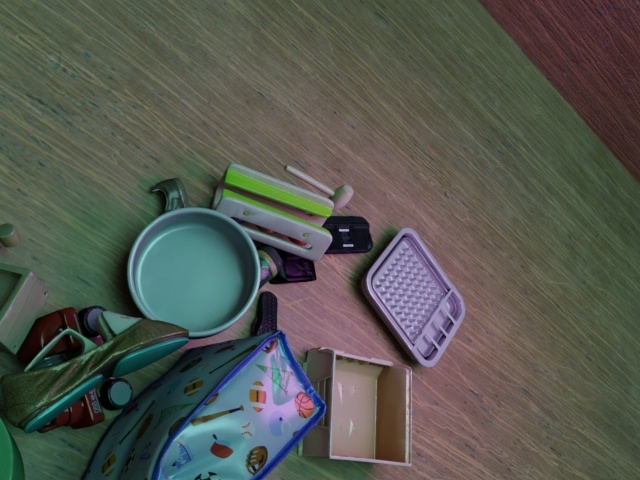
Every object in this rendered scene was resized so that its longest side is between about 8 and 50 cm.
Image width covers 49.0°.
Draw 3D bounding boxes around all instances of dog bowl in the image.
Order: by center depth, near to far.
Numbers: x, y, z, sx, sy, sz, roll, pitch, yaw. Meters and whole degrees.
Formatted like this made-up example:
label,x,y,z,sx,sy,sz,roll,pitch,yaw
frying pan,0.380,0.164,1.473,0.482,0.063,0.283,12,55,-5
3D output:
label,x,y,z,sx,sy,sz,roll,pitch,yaw
dog bowl,-0.261,0.071,1.449,0.265,0.104,0.264,3,77,-12

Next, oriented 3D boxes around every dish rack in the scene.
label,x,y,z,sx,sy,sz,roll,pitch,yaw
dish rack,0.253,0.160,1.967,0.333,0.072,0.285,54,50,-15

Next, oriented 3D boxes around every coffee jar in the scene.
label,x,y,z,sx,sy,sz,roll,pitch,yaw
coffee jar,-0.172,0.086,1.602,0.184,0.096,0.079,-43,108,-41

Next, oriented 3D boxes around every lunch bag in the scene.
label,x,y,z,sx,sy,sz,roll,pitch,yaw
lunch bag,-0.233,0.372,1.304,0.385,0.328,0.239,-38,101,-43

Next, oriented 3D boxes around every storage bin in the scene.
label,x,y,z,sx,sy,sz,roll,pitch,yaw
storage bin,0.090,0.406,1.711,0.262,0.123,0.260,18,65,-36

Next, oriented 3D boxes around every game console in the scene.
label,x,y,z,sx,sy,sz,roll,pitch,yaw
game console,0.000,0.000,1.816,0.361,0.044,0.213,-1,78,-40

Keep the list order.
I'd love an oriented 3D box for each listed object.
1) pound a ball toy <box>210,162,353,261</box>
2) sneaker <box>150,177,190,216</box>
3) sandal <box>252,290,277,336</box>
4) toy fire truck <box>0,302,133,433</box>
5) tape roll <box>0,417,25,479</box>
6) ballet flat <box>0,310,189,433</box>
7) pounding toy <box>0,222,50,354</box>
label,x,y,z,sx,sy,sz,roll,pitch,yaw
pound a ball toy,-0.091,-0.074,1.669,0.319,0.135,0.208,20,44,-16
sneaker,-0.316,-0.043,1.551,0.071,0.066,0.188,-18,84,-26
sandal,-0.132,0.202,1.645,0.067,0.040,0.179,35,41,-34
toy fire truck,-0.498,0.247,1.251,0.246,0.158,0.217,-15,87,-53
tape roll,-0.605,0.370,1.017,0.321,0.077,0.321,3,49,-3
ballet flat,-0.390,0.197,1.216,0.342,0.116,0.124,-28,76,-37
pounding toy,-0.580,0.077,1.244,0.094,0.181,0.206,80,25,-56
